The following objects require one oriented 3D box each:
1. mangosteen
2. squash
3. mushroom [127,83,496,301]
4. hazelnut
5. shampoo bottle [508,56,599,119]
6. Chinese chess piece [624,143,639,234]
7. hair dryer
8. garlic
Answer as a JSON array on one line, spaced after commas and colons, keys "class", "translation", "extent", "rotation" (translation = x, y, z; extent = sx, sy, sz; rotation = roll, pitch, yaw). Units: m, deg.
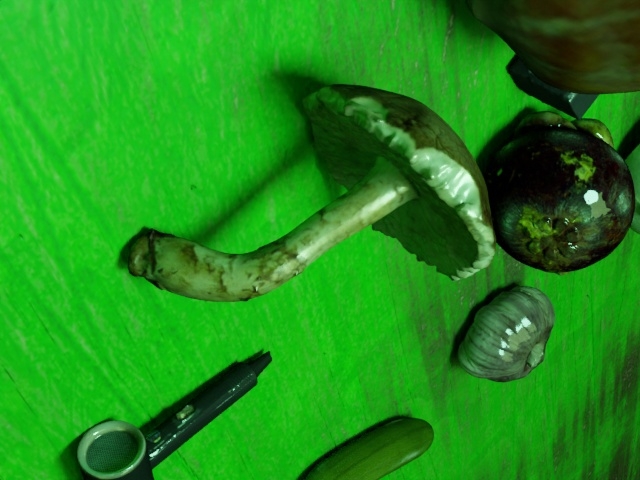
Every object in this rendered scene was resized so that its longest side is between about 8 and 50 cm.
[{"class": "mangosteen", "translation": [0.301, -0.071, 1.292], "extent": [0.192, 0.192, 0.217], "rotation": [82, 23, -45]}, {"class": "squash", "translation": [0.063, 0.303, 1.416], "extent": [0.258, 0.069, 0.069], "rotation": [-22, 135, -36]}, {"class": "mushroom", "translation": [0.014, -0.012, 0.983], "extent": [0.302, 0.233, 0.208], "rotation": [-38, -179, 20]}, {"class": "hazelnut", "translation": [0.315, -0.308, 0.969], "extent": [0.366, 0.366, 0.365], "rotation": [-29, 138, -30]}, {"class": "shampoo bottle", "translation": [0.353, -0.291, 1.208], "extent": [0.309, 0.098, 0.071], "rotation": [-52, 140, -1]}, {"class": "Chinese chess piece", "translation": [0.543, -0.096, 1.539], "extent": [0.238, 0.092, 0.237], "rotation": [-23, 152, -14]}, {"class": "hair dryer", "translation": [-0.141, 0.207, 1.112], "extent": [0.255, 0.070, 0.128], "rotation": [-34, 141, -32]}, {"class": "garlic", "translation": [0.277, 0.139, 1.486], "extent": [0.159, 0.102, 0.147], "rotation": [-28, 136, -32]}]
